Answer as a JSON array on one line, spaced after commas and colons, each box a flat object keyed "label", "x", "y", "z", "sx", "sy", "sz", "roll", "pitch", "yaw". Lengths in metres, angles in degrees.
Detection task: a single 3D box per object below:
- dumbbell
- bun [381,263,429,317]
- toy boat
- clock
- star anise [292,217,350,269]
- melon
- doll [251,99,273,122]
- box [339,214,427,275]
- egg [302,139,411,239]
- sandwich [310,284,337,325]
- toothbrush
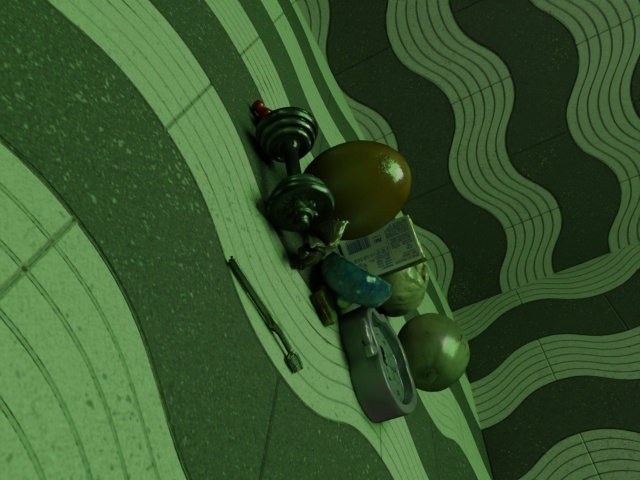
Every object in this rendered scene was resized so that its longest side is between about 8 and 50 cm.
[{"label": "dumbbell", "x": -0.073, "y": -0.193, "z": 1.518, "sx": 0.179, "sy": 0.179, "sz": 0.406, "roll": 48, "pitch": 24, "yaw": -49}, {"label": "bun", "x": 0.295, "y": 0.104, "z": 2.200, "sx": 0.365, "sy": 0.219, "sz": 0.365, "roll": -18, "pitch": 90, "yaw": -79}, {"label": "toy boat", "x": 0.091, "y": 0.128, "z": 1.631, "sx": 0.215, "sy": 0.123, "sz": 0.330, "roll": 31, "pitch": 1, "yaw": -3}, {"label": "clock", "x": 0.166, "y": 0.359, "z": 1.653, "sx": 0.338, "sy": 0.102, "sz": 0.338, "roll": 56, "pitch": 18, "yaw": -30}, {"label": "star anise", "x": 0.000, "y": 0.000, "z": 1.469, "sx": 0.065, "sy": 0.195, "sz": 0.182, "roll": 50, "pitch": -23, "yaw": 14}, {"label": "melon", "x": 0.402, "y": 0.405, "z": 2.067, "sx": 0.268, "sy": 0.269, "sz": 0.330, "roll": 65, "pitch": 23, "yaw": -6}, {"label": "doll", "x": -0.119, "y": -0.328, "z": 1.747, "sx": 0.245, "sy": 0.076, "sz": 0.142, "roll": 42, "pitch": 7, "yaw": -46}, {"label": "box", "x": 0.216, "y": 0.038, "z": 1.982, "sx": 0.168, "sy": 0.265, "sz": 0.097, "roll": 69, "pitch": 13, "yaw": 12}, {"label": "egg", "x": 0.095, "y": -0.148, "z": 1.679, "sx": 0.282, "sy": 0.351, "sz": 0.282, "roll": 50, "pitch": 28, "yaw": -40}, {"label": "sandwich", "x": 0.014, "y": 0.175, "z": 1.531, "sx": 0.104, "sy": 0.036, "sz": 0.093, "roll": 66, "pitch": 14, "yaw": -4}, {"label": "toothbrush", "x": -0.109, "y": 0.154, "z": 1.170, "sx": 0.294, "sy": 0.026, "sz": 0.028, "roll": 62, "pitch": 31, "yaw": -15}]
